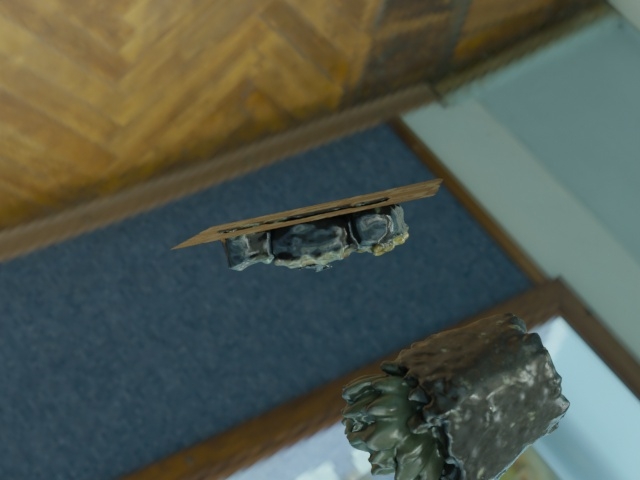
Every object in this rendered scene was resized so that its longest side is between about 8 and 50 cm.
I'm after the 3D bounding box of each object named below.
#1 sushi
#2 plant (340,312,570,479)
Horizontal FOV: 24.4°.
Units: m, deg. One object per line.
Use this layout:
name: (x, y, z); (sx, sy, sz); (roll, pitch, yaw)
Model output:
sushi: (0.000, 0.000, 1.233); (0.215, 0.051, 0.192); (-11, -175, 7)
plant: (0.119, 0.156, 1.343); (0.194, 0.129, 0.132); (-26, 119, -6)
